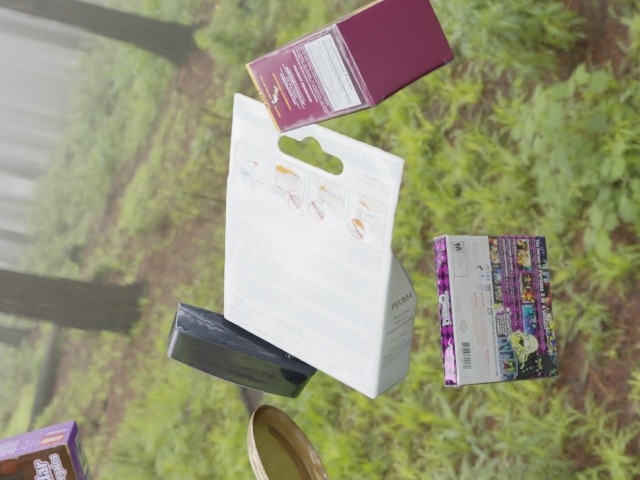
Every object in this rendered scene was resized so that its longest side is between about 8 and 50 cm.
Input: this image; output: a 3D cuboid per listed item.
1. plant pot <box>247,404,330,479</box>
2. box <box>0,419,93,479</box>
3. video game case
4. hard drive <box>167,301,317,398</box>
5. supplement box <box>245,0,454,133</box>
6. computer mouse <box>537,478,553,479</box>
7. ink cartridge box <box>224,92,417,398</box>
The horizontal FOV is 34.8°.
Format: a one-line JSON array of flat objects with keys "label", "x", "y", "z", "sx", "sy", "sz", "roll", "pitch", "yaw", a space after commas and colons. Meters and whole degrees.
[{"label": "plant pot", "x": -0.050, "y": 0.379, "z": 1.661, "sx": 0.032, "sy": 0.236, "sz": 0.236, "roll": -34, "pitch": 31, "yaw": 15}, {"label": "box", "x": -0.267, "y": 0.318, "z": 0.860, "sx": 0.057, "sy": 0.200, "sz": 0.293, "roll": -120, "pitch": 15, "yaw": -78}, {"label": "video game case", "x": 0.277, "y": 0.107, "z": 1.604, "sx": 0.042, "sy": 0.210, "sz": 0.232, "roll": -15, "pitch": 78, "yaw": 58}, {"label": "hard drive", "x": -0.131, "y": 0.190, "z": 1.706, "sx": 0.172, "sy": 0.254, "sz": 0.054, "roll": 120, "pitch": 168, "yaw": -60}, {"label": "supplement box", "x": 0.023, "y": -0.168, "z": 0.966, "sx": 0.188, "sy": 0.104, "sz": 0.081, "roll": -5, "pitch": 114, "yaw": 61}, {"label": "computer mouse", "x": 0.337, "y": 0.463, "z": 1.594, "sx": 0.272, "sy": 0.188, "sz": 0.072, "roll": -80, "pitch": -9, "yaw": -77}, {"label": "ink cartridge box", "x": 0.000, "y": 0.000, "z": 1.480, "sx": 0.308, "sy": 0.091, "sz": 0.385, "roll": 25, "pitch": 124, "yaw": 32}]
